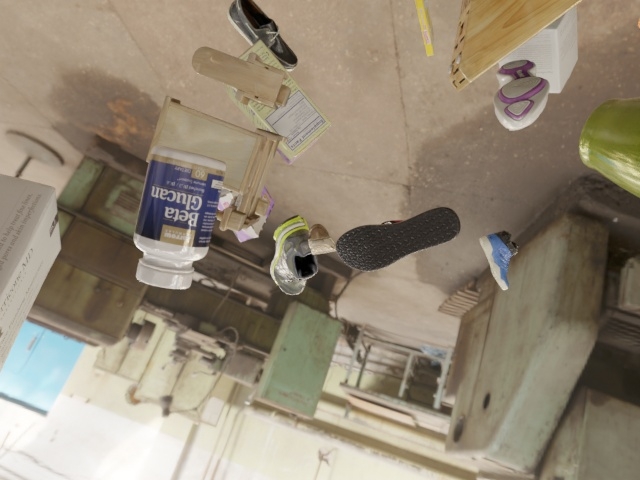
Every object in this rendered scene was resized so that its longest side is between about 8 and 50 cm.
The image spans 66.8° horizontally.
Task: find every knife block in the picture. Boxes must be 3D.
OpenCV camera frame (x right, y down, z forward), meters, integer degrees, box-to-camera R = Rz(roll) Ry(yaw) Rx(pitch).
[{"bbox_3d":[0.337,-0.355,0.723,0.242,0.275,0.088,9,-172,4],"label":"knife block"}]

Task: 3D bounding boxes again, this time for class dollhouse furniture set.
[{"bbox_3d":[-0.172,-0.195,0.962,0.174,0.303,0.355,22,-170,1],"label":"dollhouse furniture set"}]

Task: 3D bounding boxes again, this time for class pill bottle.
[{"bbox_3d":[-0.183,-0.028,0.620,0.094,0.169,0.094,13,-176,-1],"label":"pill bottle"}]

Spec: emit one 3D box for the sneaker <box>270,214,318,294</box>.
[{"bbox_3d":[-0.067,0.071,1.312,0.121,0.111,0.299,58,160,32],"label":"sneaker"}]

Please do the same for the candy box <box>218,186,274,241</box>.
[{"bbox_3d":[-0.230,-0.119,1.488,0.070,0.196,0.164,-16,120,22],"label":"candy box"}]

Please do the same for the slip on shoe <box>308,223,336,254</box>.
[{"bbox_3d":[0.000,0.000,0.920,0.052,0.041,0.135,-10,170,8],"label":"slip on shoe"}]

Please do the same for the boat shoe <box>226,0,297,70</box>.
[{"bbox_3d":[-0.147,-0.558,1.319,0.233,0.084,0.079,42,147,-22],"label":"boat shoe"}]

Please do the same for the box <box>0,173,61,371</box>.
[{"bbox_3d":[-0.394,0.022,0.496,0.182,0.180,0.119,14,138,-13],"label":"box"}]

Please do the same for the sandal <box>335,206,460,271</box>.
[{"bbox_3d":[0.110,-0.002,0.692,0.179,0.067,0.040,-16,-178,19],"label":"sandal"}]

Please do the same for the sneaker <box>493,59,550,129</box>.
[{"bbox_3d":[0.468,-0.310,1.123,0.114,0.305,0.152,-4,124,25],"label":"sneaker"}]

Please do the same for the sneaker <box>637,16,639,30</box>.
[{"bbox_3d":[0.853,-0.502,1.055,0.263,0.120,0.099,19,175,14],"label":"sneaker"}]

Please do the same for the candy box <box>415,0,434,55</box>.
[{"bbox_3d":[0.332,-0.706,1.543,0.027,0.105,0.205,-7,139,21],"label":"candy box"}]

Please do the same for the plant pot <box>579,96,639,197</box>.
[{"bbox_3d":[1.017,-0.288,1.481,0.367,0.366,0.353,35,-175,-33],"label":"plant pot"}]

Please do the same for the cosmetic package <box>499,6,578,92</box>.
[{"bbox_3d":[0.558,-0.498,1.247,0.152,0.151,0.183,16,149,38],"label":"cosmetic package"}]

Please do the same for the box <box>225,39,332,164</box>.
[{"bbox_3d":[-0.106,-0.317,1.163,0.243,0.117,0.213,49,177,-7],"label":"box"}]

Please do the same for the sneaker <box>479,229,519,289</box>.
[{"bbox_3d":[0.469,0.047,1.225,0.085,0.152,0.058,-23,-173,9],"label":"sneaker"}]
